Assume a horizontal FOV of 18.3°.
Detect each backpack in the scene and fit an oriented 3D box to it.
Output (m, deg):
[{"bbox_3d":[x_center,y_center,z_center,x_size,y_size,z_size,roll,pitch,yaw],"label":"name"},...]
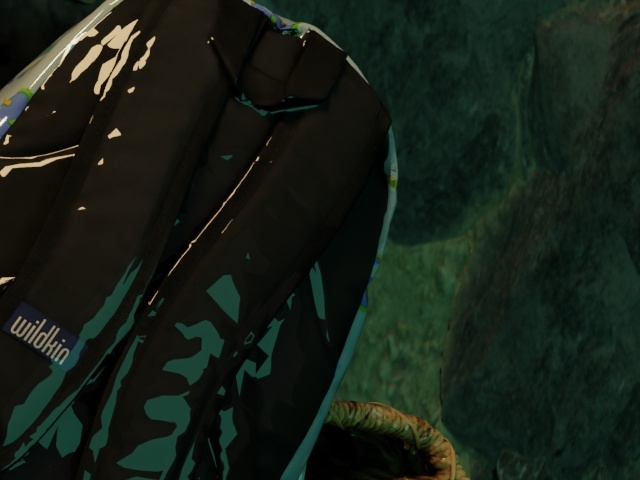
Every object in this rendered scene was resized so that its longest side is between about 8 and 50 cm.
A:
[{"bbox_3d":[-0.109,0.021,1.131,0.290,0.273,0.355,28,82,-9],"label":"backpack"}]

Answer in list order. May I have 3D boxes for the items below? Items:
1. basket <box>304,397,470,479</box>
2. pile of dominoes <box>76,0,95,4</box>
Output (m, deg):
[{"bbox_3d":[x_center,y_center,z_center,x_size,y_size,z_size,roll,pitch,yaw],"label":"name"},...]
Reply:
[{"bbox_3d":[-0.010,0.214,1.304,0.299,0.223,0.213,-7,103,-47],"label":"basket"},{"bbox_3d":[-0.066,-0.252,1.289,0.251,0.040,0.196,-9,104,-47],"label":"pile of dominoes"}]
